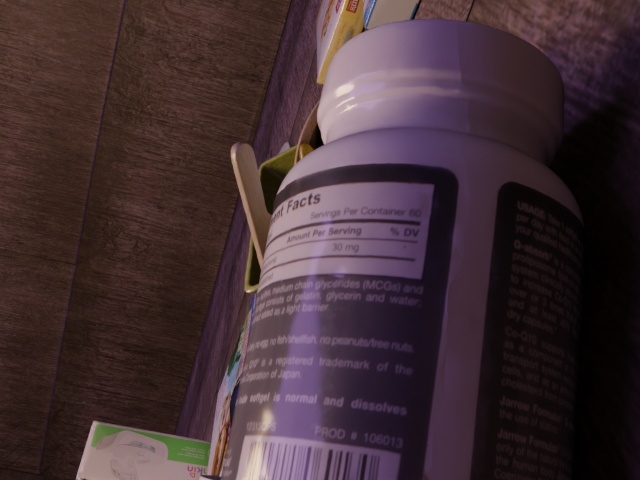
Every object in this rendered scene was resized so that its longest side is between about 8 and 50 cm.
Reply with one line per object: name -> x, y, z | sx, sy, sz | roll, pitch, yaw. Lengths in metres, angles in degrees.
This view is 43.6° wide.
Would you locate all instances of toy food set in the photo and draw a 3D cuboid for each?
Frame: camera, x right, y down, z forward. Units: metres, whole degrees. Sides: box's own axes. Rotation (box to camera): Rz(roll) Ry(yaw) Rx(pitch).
toy food set -> 0.037, -0.045, 0.526 | 0.039, 0.192, 0.132 | 19, 134, 46

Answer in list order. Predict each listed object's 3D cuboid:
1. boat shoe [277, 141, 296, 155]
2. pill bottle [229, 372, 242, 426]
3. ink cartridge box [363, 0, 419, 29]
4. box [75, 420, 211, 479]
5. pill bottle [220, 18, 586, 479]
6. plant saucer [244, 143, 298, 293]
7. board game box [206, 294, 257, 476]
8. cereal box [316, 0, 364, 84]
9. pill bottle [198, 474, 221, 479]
boat shoe -> 0.002, -0.003, 0.853 | 0.306, 0.105, 0.113 | -108, 37, -59
pill bottle -> -0.010, 0.136, 0.684 | 0.219, 0.123, 0.122 | 121, 160, -59
ink cartridge box -> 0.085, -0.305, 0.927 | 0.122, 0.052, 0.088 | -87, 15, -50
box -> -0.285, 0.446, 1.361 | 0.126, 0.262, 0.231 | -91, 17, -54
pill bottle -> 0.046, 0.044, 0.401 | 0.162, 0.162, 0.278 | 130, 152, -68
plant saucer -> 0.027, -0.039, 0.713 | 0.188, 0.045, 0.188 | -26, 36, 21
board game box -> -0.106, 0.270, 1.174 | 0.318, 0.066, 0.318 | -88, 15, -48
cereal box -> 0.036, -0.373, 1.281 | 0.240, 0.047, 0.173 | -91, 18, -53
pill bottle -> -0.111, 0.386, 0.903 | 0.121, 0.121, 0.221 | 141, 141, -73
